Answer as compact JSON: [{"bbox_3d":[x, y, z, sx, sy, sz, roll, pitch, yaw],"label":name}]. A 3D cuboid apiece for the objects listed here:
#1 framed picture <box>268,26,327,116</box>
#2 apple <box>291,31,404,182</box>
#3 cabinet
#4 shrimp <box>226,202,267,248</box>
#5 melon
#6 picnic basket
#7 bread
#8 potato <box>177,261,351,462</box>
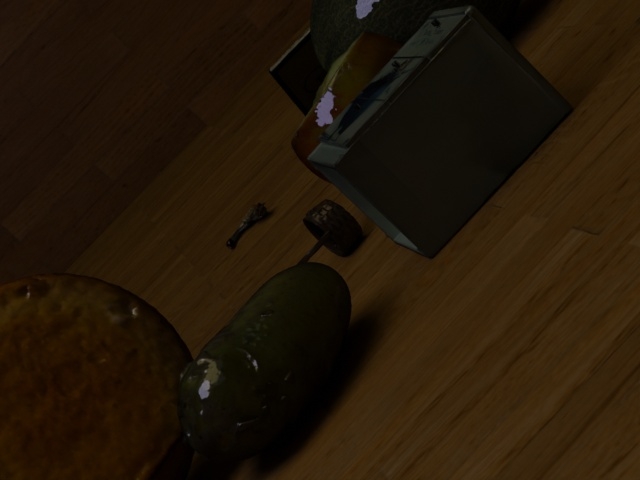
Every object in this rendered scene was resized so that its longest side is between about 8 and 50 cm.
[{"bbox_3d":[0.087,-0.293,2.253,0.324,0.013,0.244,-45,-31,-1],"label":"framed picture"},{"bbox_3d":[0.053,-0.146,1.907,0.173,0.160,0.195,-30,17,40],"label":"apple"},{"bbox_3d":[0.111,-0.111,1.621,0.206,0.150,0.145,-47,12,-3],"label":"cabinet"},{"bbox_3d":[-0.109,-0.022,2.386,0.083,0.023,0.114,-53,8,-18],"label":"shrimp"},{"bbox_3d":[0.119,-0.312,2.051,0.301,0.237,0.237,-47,11,10],"label":"melon"},{"bbox_3d":[0.000,0.000,1.831,0.083,0.072,0.072,-49,12,-11],"label":"picnic basket"},{"bbox_3d":[-0.257,0.171,1.554,0.312,0.312,0.172,-53,-1,-32],"label":"bread"},{"bbox_3d":[-0.044,0.111,1.513,0.149,0.113,0.251,-45,1,42],"label":"potato"}]
